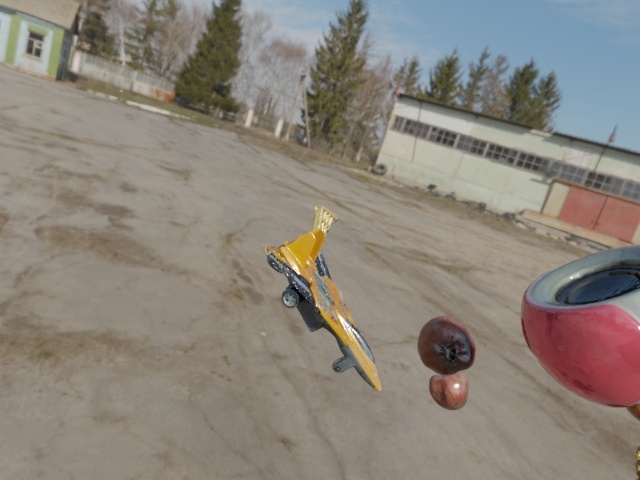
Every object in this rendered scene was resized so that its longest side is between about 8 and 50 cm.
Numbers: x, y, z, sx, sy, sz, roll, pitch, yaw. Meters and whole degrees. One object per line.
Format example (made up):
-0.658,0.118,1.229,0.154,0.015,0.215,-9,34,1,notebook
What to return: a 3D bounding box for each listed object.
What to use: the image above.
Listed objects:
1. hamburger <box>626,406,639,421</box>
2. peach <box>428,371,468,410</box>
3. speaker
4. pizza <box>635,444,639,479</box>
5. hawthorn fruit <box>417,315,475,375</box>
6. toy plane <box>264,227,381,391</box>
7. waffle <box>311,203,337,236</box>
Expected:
0.925,0.356,1.322,0.290,0.291,0.225,14,15,-18,hamburger
0.484,0.561,1.735,0.151,0.152,0.152,17,12,-4,peach
0.485,0.135,0.772,0.294,0.295,0.294,17,12,-4,speaker
0.862,0.648,1.211,0.188,0.199,0.062,45,-30,-15,pizza
0.357,0.296,1.337,0.168,0.169,0.188,18,8,1,hawthorn fruit
0.013,0.137,0.843,0.102,0.316,0.204,-24,0,22,toy plane
0.000,0.000,1.062,0.023,0.153,0.097,6,-14,26,waffle
